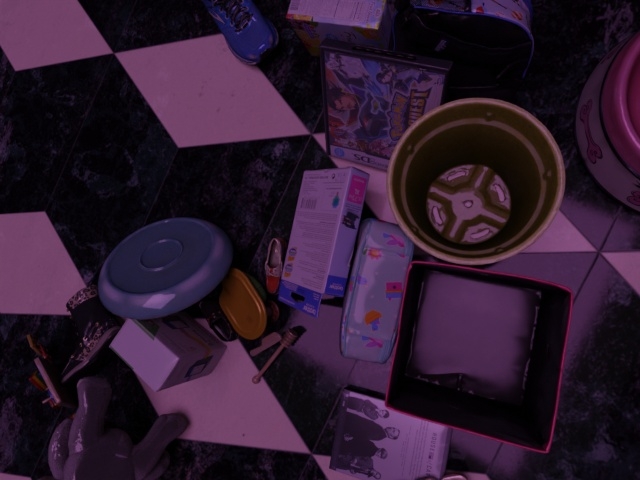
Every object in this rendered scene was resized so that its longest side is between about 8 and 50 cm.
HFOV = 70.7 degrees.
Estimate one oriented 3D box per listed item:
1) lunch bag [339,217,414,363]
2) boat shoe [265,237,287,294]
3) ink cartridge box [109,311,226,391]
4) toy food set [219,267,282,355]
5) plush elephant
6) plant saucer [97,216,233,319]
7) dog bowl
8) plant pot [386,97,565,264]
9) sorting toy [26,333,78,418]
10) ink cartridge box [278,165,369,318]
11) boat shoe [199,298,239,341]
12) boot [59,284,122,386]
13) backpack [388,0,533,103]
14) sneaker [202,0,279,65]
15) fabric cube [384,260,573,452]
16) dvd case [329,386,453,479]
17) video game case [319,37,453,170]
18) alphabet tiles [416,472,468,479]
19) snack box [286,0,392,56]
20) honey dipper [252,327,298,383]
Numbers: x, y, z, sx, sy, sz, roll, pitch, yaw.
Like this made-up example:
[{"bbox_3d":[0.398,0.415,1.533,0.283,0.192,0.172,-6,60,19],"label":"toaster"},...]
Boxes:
[{"bbox_3d":[0.109,0.090,0.906,0.108,0.224,0.279,12,90,3],"label":"lunch bag"},{"bbox_3d":[-0.108,0.061,1.066,0.049,0.043,0.137,8,89,16],"label":"boat shoe"},{"bbox_3d":[-0.339,0.244,1.033,0.154,0.212,0.093,35,92,18],"label":"ink cartridge box"},{"bbox_3d":[-0.158,0.158,1.066,0.128,0.071,0.218,-45,71,34],"label":"toy food set"},{"bbox_3d":[-0.517,0.532,1.064,0.255,0.272,0.330,-34,35,47],"label":"plush elephant"},{"bbox_3d":[-0.362,0.043,1.040,0.317,0.043,0.317,-6,43,6],"label":"plant saucer"},{"bbox_3d":[0.688,-0.237,0.792,0.408,0.150,0.408,-2,84,18],"label":"dog bowl"},{"bbox_3d":[0.279,-0.087,0.850,0.276,0.254,0.276,-2,84,16],"label":"plant pot"},{"bbox_3d":[-0.707,0.375,1.174,0.046,0.132,0.274,-31,74,-22],"label":"sorting toy"},{"bbox_3d":[0.000,0.000,0.980,0.186,0.065,0.311,10,85,57],"label":"ink cartridge box"},{"bbox_3d":[-0.252,0.192,1.100,0.133,0.042,0.049,46,101,17],"label":"boat shoe"},{"bbox_3d":[-0.626,0.252,1.193,0.236,0.085,0.178,-44,68,13],"label":"boot"},{"bbox_3d":[0.273,-0.380,0.889,0.263,0.276,0.213,16,67,10],"label":"backpack"},{"bbox_3d":[-0.227,-0.571,1.106,0.130,0.147,0.330,-39,76,11],"label":"sneaker"},{"bbox_3d":[0.279,0.184,0.824,0.254,0.258,0.259,10,88,19],"label":"fabric cube"},{"bbox_3d":[0.148,0.432,0.960,0.239,0.029,0.179,10,88,17],"label":"dvd case"},{"bbox_3d":[0.122,-0.255,0.919,0.248,0.275,0.035,19,57,18],"label":"video game case"},{"bbox_3d":[0.250,0.614,0.899,0.284,0.021,0.278,-18,88,15],"label":"alphabet tiles"},{"bbox_3d":[0.053,-0.463,0.994,0.207,0.174,0.070,14,91,18],"label":"snack box"},{"bbox_3d":[-0.110,0.274,1.057,0.030,0.030,0.160,40,102,16],"label":"honey dipper"}]
